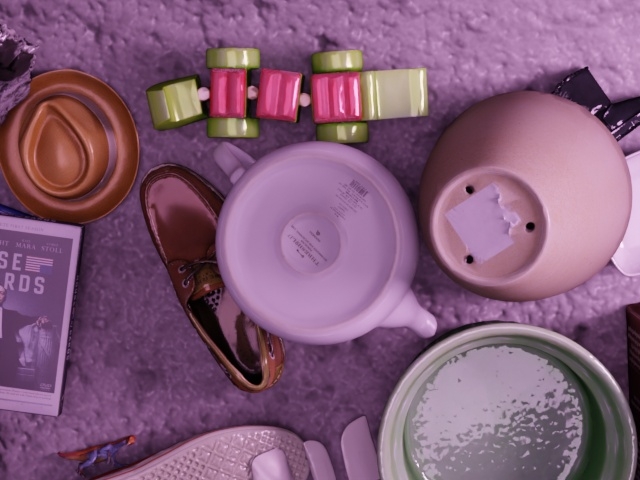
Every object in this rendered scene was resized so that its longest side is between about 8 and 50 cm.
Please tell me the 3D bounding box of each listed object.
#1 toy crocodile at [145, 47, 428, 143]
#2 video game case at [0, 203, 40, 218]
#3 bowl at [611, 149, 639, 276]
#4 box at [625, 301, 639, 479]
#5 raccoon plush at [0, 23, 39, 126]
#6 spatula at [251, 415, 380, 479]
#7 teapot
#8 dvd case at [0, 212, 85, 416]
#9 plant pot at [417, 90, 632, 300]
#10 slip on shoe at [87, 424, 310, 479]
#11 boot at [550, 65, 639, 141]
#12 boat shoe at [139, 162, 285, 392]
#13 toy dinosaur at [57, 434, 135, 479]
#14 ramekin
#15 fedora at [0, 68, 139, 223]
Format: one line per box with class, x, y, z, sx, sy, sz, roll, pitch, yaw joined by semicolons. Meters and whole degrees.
toy crocodile;-0.039;-0.174;1.641;0.340;0.105;0.115;1;96;1
video game case;-0.485;0.055;1.700;0.269;0.061;0.244;21;97;0
bowl;0.401;-0.041;1.665;0.142;0.053;0.142;-24;95;4
box;0.454;0.272;1.625;0.143;0.191;0.381;-2;96;2
raccoon plush;-0.551;-0.206;1.576;0.299;0.216;0.446;43;83;8
spatula;0.015;0.361;1.706;0.168;0.019;0.242;-18;98;-27
teapot;0.000;0.000;1.610;0.252;0.187;0.256;-4;90;9
dvd case;-0.391;0.086;1.656;0.179;0.029;0.239;8;97;-2
plant pot;0.211;-0.034;1.534;0.256;0.274;0.257;3;100;17
slip on shoe;-0.175;0.307;1.697;0.331;0.101;0.123;-17;95;-10
boot;0.346;-0.170;1.659;0.121;0.045;0.099;-35;78;-11
boat shoe;-0.128;0.042;1.664;0.110;0.104;0.307;-30;94;4
toy dinosaur;-0.277;0.268;1.725;0.090;0.047;0.082;40;77;8
ramekin;0.219;0.239;1.650;0.303;0.148;0.303;0;95;2
fedora;-0.316;-0.114;1.668;0.194;0.079;0.194;0;95;2
